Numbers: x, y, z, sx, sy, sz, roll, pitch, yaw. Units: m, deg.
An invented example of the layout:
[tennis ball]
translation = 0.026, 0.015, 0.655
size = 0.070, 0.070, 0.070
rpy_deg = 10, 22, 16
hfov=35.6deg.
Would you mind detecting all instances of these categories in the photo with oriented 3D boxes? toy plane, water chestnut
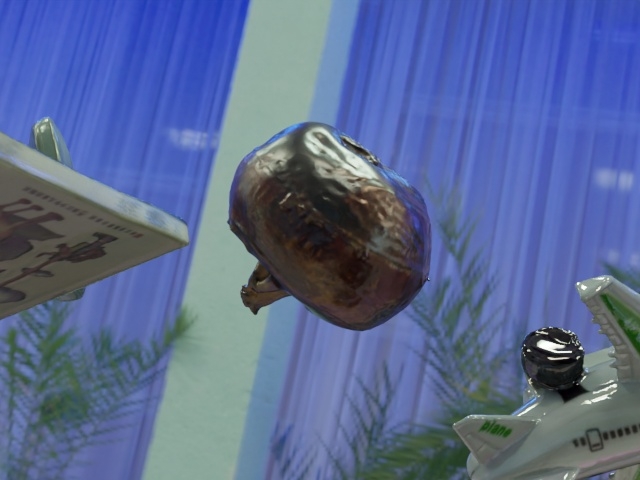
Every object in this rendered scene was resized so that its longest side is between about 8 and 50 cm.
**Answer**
[toy plane]
translation = 0.196, 0.100, 0.614
size = 0.255, 0.251, 0.101
rpy_deg = -21, 36, -13
[water chestnut]
translation = 0.000, 0.000, 1.493
size = 0.350, 0.302, 0.350
rpy_deg = 40, 9, -8

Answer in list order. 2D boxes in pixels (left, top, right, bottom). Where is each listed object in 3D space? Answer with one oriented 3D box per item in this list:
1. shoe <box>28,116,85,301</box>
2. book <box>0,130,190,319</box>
[shoe]
translation = -0.279, -0.028, 0.977
size = 0.078, 0.195, 0.079
rpy_deg = -13, -18, -5
[book]
translation = -0.325, 0.028, 0.792
size = 0.371, 0.043, 0.260
rpy_deg = -21, -22, 19
